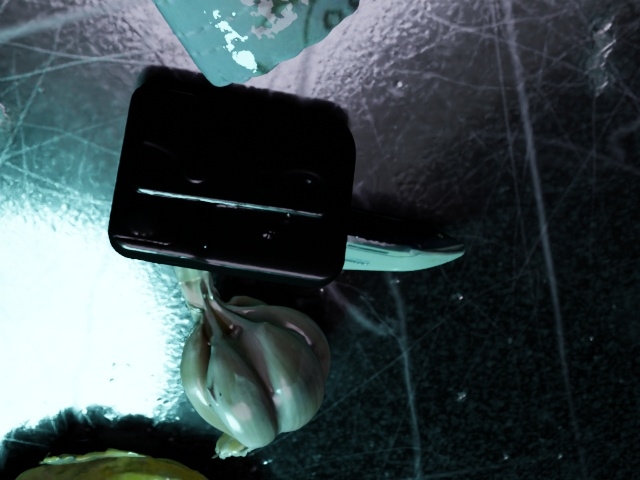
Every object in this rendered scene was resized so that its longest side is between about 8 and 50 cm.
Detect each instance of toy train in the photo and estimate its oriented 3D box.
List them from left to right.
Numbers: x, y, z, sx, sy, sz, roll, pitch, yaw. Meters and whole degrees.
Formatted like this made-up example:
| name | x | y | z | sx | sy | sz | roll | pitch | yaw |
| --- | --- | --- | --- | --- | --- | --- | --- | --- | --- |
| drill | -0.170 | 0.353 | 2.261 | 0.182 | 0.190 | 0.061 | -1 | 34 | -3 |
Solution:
| name | x | y | z | sx | sy | sz | roll | pitch | yaw |
| --- | --- | --- | --- | --- | --- | --- | --- | --- | --- |
| toy train | 0.000 | -0.001 | 0.872 | 0.252 | 0.055 | 0.048 | 11 | 121 | -8 |

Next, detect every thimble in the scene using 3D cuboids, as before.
| name | x | y | z | sx | sy | sz | roll | pitch | yaw |
| --- | --- | --- | --- | --- | --- | --- | --- | --- | --- |
| thimble | -0.048 | -0.198 | 0.725 | 0.151 | 0.127 | 0.118 | -35 | 117 | 1 |

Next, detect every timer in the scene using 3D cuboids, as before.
| name | x | y | z | sx | sy | sz | roll | pitch | yaw |
| --- | --- | --- | --- | --- | --- | --- | --- | --- | --- |
| timer | -0.066 | -0.046 | 0.804 | 0.187 | 0.055 | 0.144 | 9 | 72 | -9 |

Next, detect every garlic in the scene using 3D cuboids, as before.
| name | x | y | z | sx | sy | sz | roll | pitch | yaw |
| --- | --- | --- | --- | --- | --- | --- | --- | --- | --- |
| garlic | -0.066 | 0.090 | 0.889 | 0.131 | 0.127 | 0.194 | -28 | 104 | -37 |

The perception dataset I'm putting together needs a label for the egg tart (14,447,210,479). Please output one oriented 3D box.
| name | x | y | z | sx | sy | sz | roll | pitch | yaw |
| --- | --- | --- | --- | --- | --- | --- | --- | --- | --- |
| egg tart | -0.211 | 0.331 | 0.996 | 0.297 | 0.132 | 0.297 | 1 | 121 | 1 |
